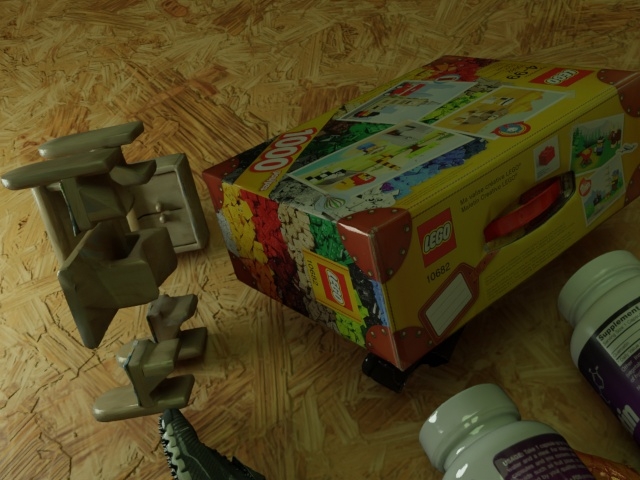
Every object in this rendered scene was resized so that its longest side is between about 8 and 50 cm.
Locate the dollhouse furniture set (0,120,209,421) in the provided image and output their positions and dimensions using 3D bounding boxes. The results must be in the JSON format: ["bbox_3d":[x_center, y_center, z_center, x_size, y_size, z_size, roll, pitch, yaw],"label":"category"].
[{"bbox_3d":[-0.339,0.018,1.141,0.257,0.362,0.394,-11,23,6],"label":"dollhouse furniture set"}]

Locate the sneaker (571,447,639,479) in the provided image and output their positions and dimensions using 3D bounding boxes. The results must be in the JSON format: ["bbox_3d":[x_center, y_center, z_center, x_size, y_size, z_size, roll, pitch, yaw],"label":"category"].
[{"bbox_3d":[0.350,0.297,0.926,0.175,0.064,0.067,30,42,27],"label":"sneaker"}]

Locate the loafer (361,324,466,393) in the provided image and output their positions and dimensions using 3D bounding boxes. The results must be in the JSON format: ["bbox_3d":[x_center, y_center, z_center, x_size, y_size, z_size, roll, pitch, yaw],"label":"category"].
[{"bbox_3d":[0.163,0.145,1.087,0.220,0.080,0.078,-35,68,-15],"label":"loafer"}]

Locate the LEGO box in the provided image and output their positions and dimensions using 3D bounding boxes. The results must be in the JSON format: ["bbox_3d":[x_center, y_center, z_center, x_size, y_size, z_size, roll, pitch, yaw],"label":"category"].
[{"bbox_3d":[0.150,-0.081,1.069,0.500,0.193,0.372,-30,31,-28],"label":"LEGO box"}]

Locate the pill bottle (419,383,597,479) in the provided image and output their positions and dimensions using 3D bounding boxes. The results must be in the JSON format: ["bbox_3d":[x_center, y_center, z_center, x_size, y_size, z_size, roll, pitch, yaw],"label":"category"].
[{"bbox_3d":[0.241,0.315,0.854,0.169,0.169,0.301,-26,50,-9],"label":"pill bottle"}]

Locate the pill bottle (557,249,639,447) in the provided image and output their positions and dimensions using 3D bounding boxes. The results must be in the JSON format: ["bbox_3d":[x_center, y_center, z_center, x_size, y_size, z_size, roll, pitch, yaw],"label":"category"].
[{"bbox_3d":[0.436,0.165,0.924,0.182,0.181,0.323,-24,49,-7],"label":"pill bottle"}]

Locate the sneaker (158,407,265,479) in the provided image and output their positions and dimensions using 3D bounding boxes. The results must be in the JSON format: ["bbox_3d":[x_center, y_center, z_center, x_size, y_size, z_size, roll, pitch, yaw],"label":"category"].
[{"bbox_3d":[-0.131,0.316,0.991,0.106,0.078,0.234,-23,67,-19],"label":"sneaker"}]
